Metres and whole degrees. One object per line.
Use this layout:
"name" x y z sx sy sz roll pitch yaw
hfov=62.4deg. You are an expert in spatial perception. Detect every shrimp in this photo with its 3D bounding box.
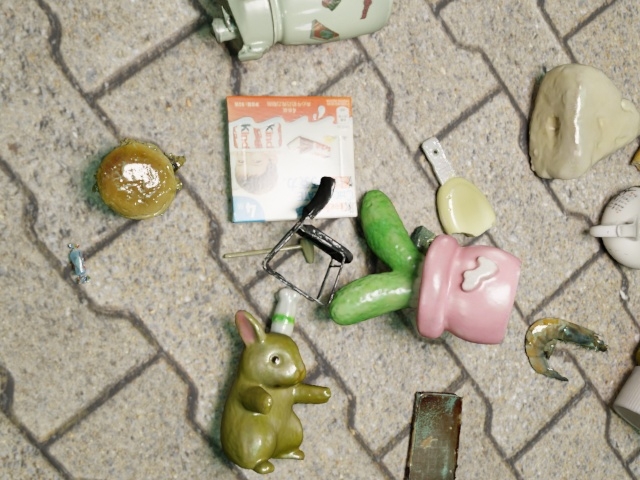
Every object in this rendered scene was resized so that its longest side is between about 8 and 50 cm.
"shrimp" 0.607 0.274 1.313 0.217 0.051 0.150 14 91 -6

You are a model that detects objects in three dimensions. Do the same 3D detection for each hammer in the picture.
"hammer" -0.109 0.032 1.141 0.195 0.028 0.060 -7 100 -11

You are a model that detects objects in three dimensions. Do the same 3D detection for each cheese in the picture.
"cheese" 0.305 -0.119 1.225 0.127 0.050 0.255 -32 97 -10
"cheese" 0.611 -0.295 1.233 0.251 0.173 0.248 -20 105 -12

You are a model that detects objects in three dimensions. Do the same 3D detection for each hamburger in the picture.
"hamburger" -0.342 -0.120 1.021 0.185 0.131 0.159 -32 102 -15

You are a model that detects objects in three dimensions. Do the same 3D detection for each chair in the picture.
"chair" 0.000 0.000 1.058 0.145 0.140 0.221 34 82 -8

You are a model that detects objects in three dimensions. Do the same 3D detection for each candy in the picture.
"candy" -0.476 0.045 1.046 0.030 0.020 0.083 -12 92 -14

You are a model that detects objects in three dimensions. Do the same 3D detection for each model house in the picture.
"model house" 0.244 0.017 1.203 0.083 0.066 0.079 35 81 -11

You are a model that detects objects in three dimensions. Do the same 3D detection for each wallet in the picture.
"wallet" 0.266 0.472 1.238 0.122 0.031 0.232 8 87 -10

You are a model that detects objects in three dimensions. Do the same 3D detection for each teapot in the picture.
"teapot" 0.788 -0.028 1.298 0.299 0.166 0.208 -8 105 -24

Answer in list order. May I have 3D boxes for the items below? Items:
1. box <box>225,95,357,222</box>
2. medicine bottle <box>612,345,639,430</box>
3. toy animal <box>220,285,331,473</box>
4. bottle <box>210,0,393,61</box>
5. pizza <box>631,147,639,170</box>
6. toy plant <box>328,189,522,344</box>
"box" -0.061 -0.174 1.131 0.273 0.048 0.265 -4 93 -14
"medicine bottle" 0.909 0.304 1.295 0.224 0.224 0.384 40 81 -12
"toy animal" -0.093 0.280 1.063 0.181 0.180 0.363 9 95 -53
"bottle" -0.058 -0.493 1.050 0.351 0.229 0.229 -17 95 -10
"pizza" 0.968 -0.236 1.374 0.365 0.074 0.182 -12 85 -13
"toy plant" 0.224 0.066 1.090 0.356 0.210 0.317 10 68 25
